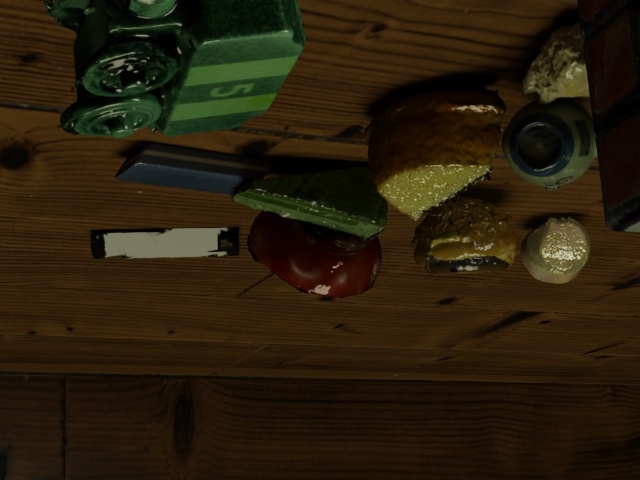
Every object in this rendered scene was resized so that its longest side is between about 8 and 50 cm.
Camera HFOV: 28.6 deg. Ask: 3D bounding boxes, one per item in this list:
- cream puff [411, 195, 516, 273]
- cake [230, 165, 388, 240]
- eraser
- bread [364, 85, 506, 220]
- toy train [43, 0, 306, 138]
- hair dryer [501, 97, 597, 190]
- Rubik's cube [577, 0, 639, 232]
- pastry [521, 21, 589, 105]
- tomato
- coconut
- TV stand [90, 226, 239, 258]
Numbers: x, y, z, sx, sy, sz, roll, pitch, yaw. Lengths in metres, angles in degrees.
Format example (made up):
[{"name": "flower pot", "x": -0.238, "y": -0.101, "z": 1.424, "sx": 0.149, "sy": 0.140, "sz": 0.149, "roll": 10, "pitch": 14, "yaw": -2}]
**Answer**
[{"name": "cream puff", "x": 0.235, "y": -0.008, "z": 2.067, "sx": 0.189, "sy": 0.130, "sz": 0.189, "roll": -4, "pitch": 174, "yaw": 0}, {"name": "cake", "x": -0.014, "y": -0.079, "z": 1.880, "sx": 0.235, "sy": 0.099, "sz": 0.100, "roll": 14, "pitch": 161, "yaw": -19}, {"name": "eraser", "x": -0.181, "y": -0.101, "z": 1.817, "sx": 0.225, "sy": 0.036, "sz": 0.082, "roll": 6, "pitch": 163, "yaw": -32}, {"name": "bread", "x": 0.128, "y": -0.121, "z": 1.637, "sx": 0.134, "sy": 0.129, "sz": 0.260, "roll": 10, "pitch": 161, "yaw": -17}, {"name": "toy train", "x": -0.146, "y": -0.206, "z": 1.233, "sx": 0.238, "sy": 0.167, "sz": 0.299, "roll": -9, "pitch": 169, "yaw": -18}, {"name": "hair dryer", "x": 0.367, "y": -0.130, "z": 1.594, "sx": 0.298, "sy": 0.119, "sz": 0.296, "roll": -2, "pitch": -173, "yaw": -2}, {"name": "Rubik's cube", "x": 0.442, "y": -0.183, "z": 1.138, "sx": 0.300, "sy": 0.305, "sz": 0.303, "roll": 1, "pitch": 166, "yaw": -19}, {"name": "pastry", "x": 0.372, "y": -0.201, "z": 1.447, "sx": 0.258, "sy": 0.089, "sz": 0.121, "roll": -1, "pitch": 178, "yaw": -10}, {"name": "tomato", "x": 0.003, "y": -0.002, "z": 1.984, "sx": 0.227, "sy": 0.228, "sz": 0.101, "roll": 5, "pitch": 123, "yaw": -28}, {"name": "coconut", "x": 0.420, "y": 0.019, "z": 2.238, "sx": 0.116, "sy": 0.116, "sz": 0.122, "roll": -2, "pitch": 167, "yaw": -2}, {"name": "TV stand", "x": -0.269, "y": 0.005, "z": 2.184, "sx": 0.256, "sy": 0.040, "sz": 0.049, "roll": -1, "pitch": 165, "yaw": -7}]
